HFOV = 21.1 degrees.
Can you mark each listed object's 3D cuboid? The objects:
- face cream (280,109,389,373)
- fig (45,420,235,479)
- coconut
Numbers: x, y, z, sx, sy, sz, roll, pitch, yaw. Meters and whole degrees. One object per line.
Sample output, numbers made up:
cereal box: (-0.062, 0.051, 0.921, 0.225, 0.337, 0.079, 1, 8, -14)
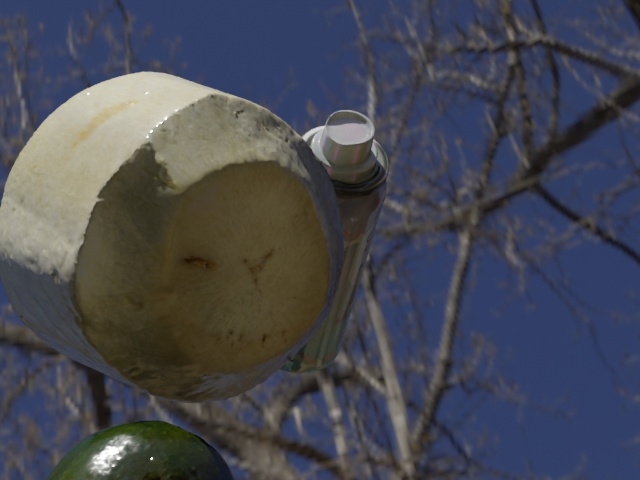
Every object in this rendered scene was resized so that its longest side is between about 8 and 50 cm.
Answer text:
face cream: (0.000, 0.000, 1.256, 0.075, 0.075, 0.229, 1, -42, -12)
fig: (-0.122, 0.172, 0.937, 0.117, 0.177, 0.117, 22, -49, 28)
coconut: (-0.101, -0.005, 1.100, 0.202, 0.222, 0.202, -8, -76, -32)
